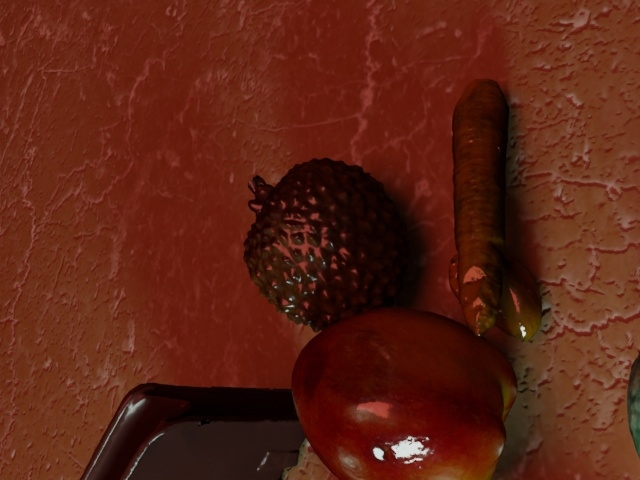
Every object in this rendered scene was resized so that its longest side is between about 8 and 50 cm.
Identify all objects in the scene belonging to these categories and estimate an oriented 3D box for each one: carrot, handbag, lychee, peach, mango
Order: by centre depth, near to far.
[{"bbox_3d":[0.080,0.171,0.878,0.243,0.243,0.200,12,93,41],"label":"peach"},{"bbox_3d":[0.170,-0.040,0.912,0.066,0.066,0.314,-16,54,37],"label":"carrot"},{"bbox_3d":[0.195,0.054,0.921,0.077,0.063,0.127,-49,58,13],"label":"mango"},{"bbox_3d":[0.000,0.000,1.017,0.238,0.200,0.200,38,106,23],"label":"lychee"},{"bbox_3d":[-0.158,0.294,1.031,0.084,0.275,0.260,39,105,40],"label":"handbag"}]

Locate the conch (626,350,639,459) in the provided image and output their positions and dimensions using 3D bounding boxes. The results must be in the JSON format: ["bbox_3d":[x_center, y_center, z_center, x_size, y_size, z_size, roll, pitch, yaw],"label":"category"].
[{"bbox_3d":[0.351,0.146,0.732,0.176,0.122,0.188,-40,58,-1],"label":"conch"}]
